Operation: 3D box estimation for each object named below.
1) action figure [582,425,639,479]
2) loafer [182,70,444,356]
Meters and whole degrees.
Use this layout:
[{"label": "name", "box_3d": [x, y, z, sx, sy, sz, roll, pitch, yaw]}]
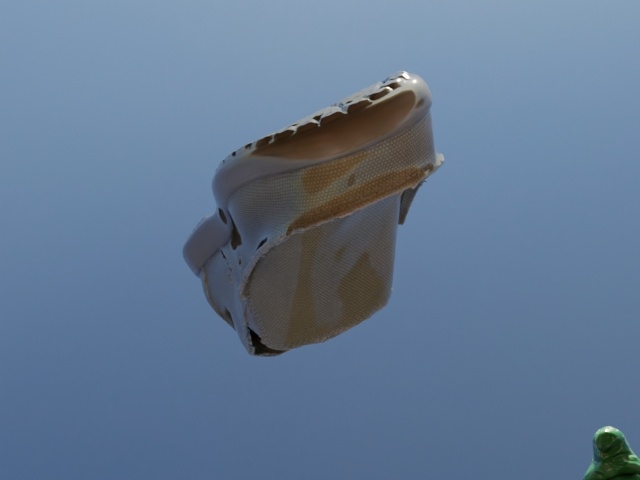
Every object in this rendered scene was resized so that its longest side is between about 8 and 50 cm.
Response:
[{"label": "action figure", "box_3d": [0.211, 0.237, 0.631, 0.137, 0.063, 0.232, -13, -101, 22]}, {"label": "loafer", "box_3d": [0.000, 0.000, 0.486, 0.102, 0.268, 0.092, -28, -94, -18]}]
